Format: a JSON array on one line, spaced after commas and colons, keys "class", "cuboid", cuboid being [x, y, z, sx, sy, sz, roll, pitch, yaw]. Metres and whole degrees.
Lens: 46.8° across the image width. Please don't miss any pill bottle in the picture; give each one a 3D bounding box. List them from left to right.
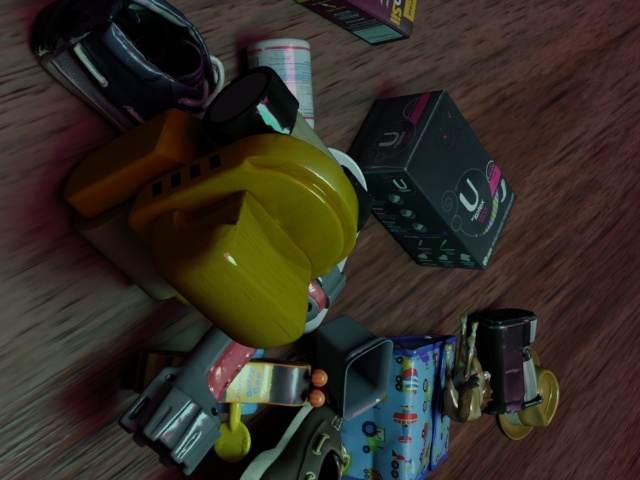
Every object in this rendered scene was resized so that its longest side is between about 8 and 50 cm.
[{"class": "pill bottle", "cuboid": [-0.053, -0.191, 1.015, 0.087, 0.087, 0.160, -10, 99, -44]}]

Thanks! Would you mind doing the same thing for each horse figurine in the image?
[{"class": "horse figurine", "cuboid": [0.245, 0.232, 1.231, 0.263, 0.066, 0.175, -31, 118, -71]}]

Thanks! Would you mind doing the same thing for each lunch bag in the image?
[{"class": "lunch bag", "cuboid": [0.152, 0.274, 1.238, 0.293, 0.138, 0.221, 5, 88, -58]}]

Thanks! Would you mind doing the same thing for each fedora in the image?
[{"class": "fedora", "cuboid": [0.441, 0.322, 1.536, 0.194, 0.079, 0.195, -4, 96, -44]}]

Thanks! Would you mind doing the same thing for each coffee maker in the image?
[{"class": "coffee maker", "cuboid": [0.338, 0.230, 1.402, 0.171, 0.120, 0.178, -15, 102, -42]}]

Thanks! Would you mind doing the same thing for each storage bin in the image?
[{"class": "storage bin", "cuboid": [0.046, 0.174, 1.075, 0.098, 0.091, 0.135, -25, 137, -28]}]

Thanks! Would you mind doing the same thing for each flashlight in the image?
[{"class": "flashlight", "cuboid": [-0.087, 0.126, 0.858, 0.304, 0.103, 0.103, -53, 139, -31]}]

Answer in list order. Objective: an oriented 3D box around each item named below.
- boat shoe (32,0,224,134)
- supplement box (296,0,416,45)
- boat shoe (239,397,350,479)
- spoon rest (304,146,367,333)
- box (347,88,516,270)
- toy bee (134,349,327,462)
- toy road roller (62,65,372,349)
[{"class": "boat shoe", "cuboid": [-0.157, -0.157, 0.864, 0.340, 0.158, 0.127, 35, 69, -40]}, {"class": "supplement box", "cuboid": [0.059, -0.381, 1.119, 0.188, 0.080, 0.104, 14, 82, -44]}, {"class": "boat shoe", "cuboid": [-0.019, 0.304, 0.986, 0.324, 0.096, 0.117, -23, 131, -71]}, {"class": "spoon rest", "cuboid": [0.000, 0.000, 1.074, 0.137, 0.084, 0.277, 16, 82, -32]}, {"class": "box", "cuboid": [0.183, -0.092, 1.214, 0.270, 0.143, 0.165, 44, 62, -36]}, {"class": "toy bee", "cuboid": [-0.077, 0.169, 0.961, 0.298, 0.162, 0.196, -18, 103, -42]}, {"class": "toy road roller", "cuboid": [-0.117, -0.003, 0.768, 0.202, 0.329, 0.241, 50, 33, -34]}]
